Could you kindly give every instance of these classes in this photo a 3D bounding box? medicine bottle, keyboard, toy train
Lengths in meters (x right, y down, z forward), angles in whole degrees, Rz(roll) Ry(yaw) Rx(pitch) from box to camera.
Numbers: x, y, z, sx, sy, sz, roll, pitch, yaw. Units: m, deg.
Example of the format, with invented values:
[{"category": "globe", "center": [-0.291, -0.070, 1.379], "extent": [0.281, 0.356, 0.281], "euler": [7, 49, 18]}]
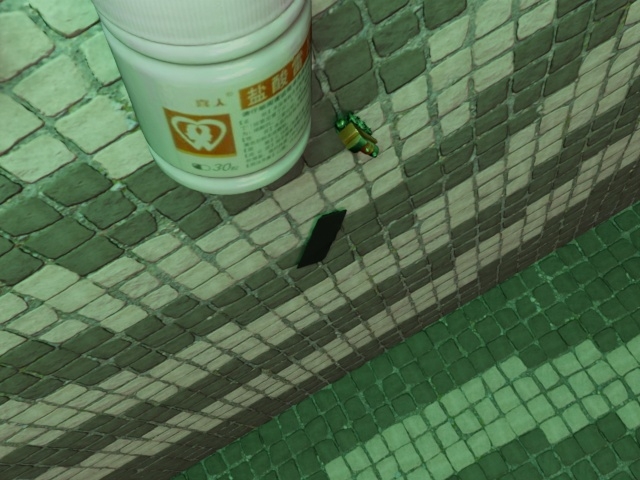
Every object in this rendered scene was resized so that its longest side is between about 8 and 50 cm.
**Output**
[{"category": "medicine bottle", "center": [-0.108, -0.207, 0.652], "extent": [0.202, 0.202, 0.316], "euler": [-25, 156, -12]}, {"category": "keyboard", "center": [-0.001, -0.002, 1.402], "extent": [0.074, 0.015, 0.197], "euler": [-14, 151, -25]}, {"category": "toy train", "center": [0.064, -0.169, 1.087], "extent": [0.044, 0.064, 0.103], "euler": [-40, 154, 17]}]
